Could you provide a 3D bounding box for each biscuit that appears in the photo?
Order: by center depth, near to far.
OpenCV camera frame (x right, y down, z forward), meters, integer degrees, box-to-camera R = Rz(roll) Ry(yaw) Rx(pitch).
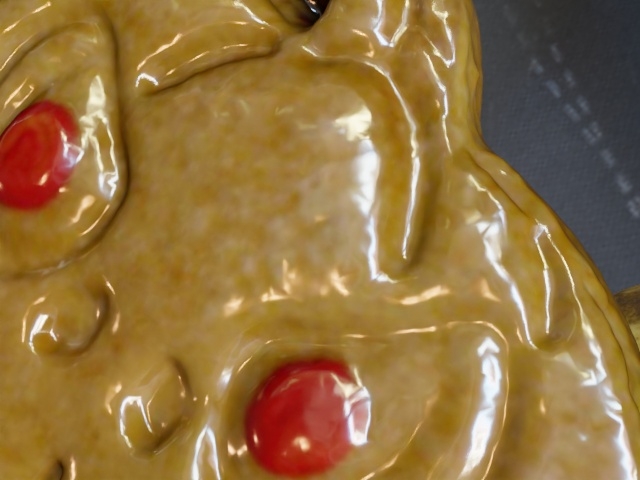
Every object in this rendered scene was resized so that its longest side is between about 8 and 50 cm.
[{"bbox_3d":[-0.065,0.033,0.416,0.394,0.350,0.070,33,-174,24],"label":"biscuit"}]

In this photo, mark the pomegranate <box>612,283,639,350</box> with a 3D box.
[{"bbox_3d":[0.275,0.166,0.913,0.281,0.281,0.281,35,148,26],"label":"pomegranate"}]
